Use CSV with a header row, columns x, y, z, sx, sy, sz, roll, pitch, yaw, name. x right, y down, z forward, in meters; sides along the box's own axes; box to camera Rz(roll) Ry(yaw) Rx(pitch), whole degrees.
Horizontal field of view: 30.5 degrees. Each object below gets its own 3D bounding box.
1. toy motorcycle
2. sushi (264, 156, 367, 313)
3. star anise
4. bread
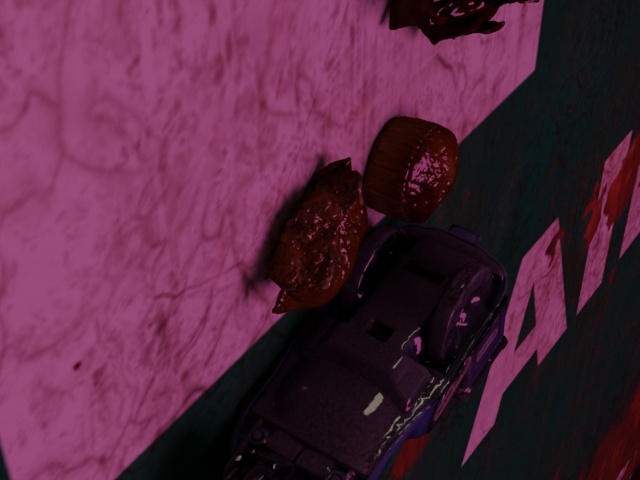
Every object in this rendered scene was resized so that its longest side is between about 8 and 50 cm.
x,y,z,sx,sy,sz,roll,pitch,yaw,name
0.032,0.139,0.900,0.358,0.125,0.213,-49,152,-30,toy motorcycle
-0.003,0.000,0.799,0.060,0.061,0.118,45,51,-54,sushi
0.136,-0.191,0.829,0.234,0.177,0.073,-36,107,-73,star anise
0.075,-0.051,0.897,0.085,0.053,0.085,-43,146,-39,bread
